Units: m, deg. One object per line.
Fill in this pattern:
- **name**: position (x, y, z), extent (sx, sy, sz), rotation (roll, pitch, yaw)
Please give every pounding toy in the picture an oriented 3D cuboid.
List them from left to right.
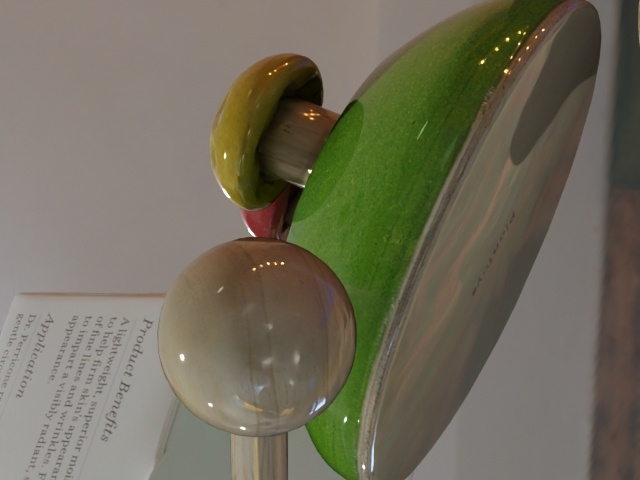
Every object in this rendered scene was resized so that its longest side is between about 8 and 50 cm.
- **pounding toy**: position (0.000, 0.000, 0.459), extent (0.237, 0.110, 0.183), rotation (-50, -24, -40)

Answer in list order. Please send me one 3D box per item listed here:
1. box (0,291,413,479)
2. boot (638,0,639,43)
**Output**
- **box**: position (-0.065, 0.138, 0.583), extent (0.182, 0.119, 0.181), rotation (42, -123, -46)
- **boot**: position (0.187, -0.115, 0.606), extent (0.077, 0.198, 0.137), rotation (-14, -47, 7)
